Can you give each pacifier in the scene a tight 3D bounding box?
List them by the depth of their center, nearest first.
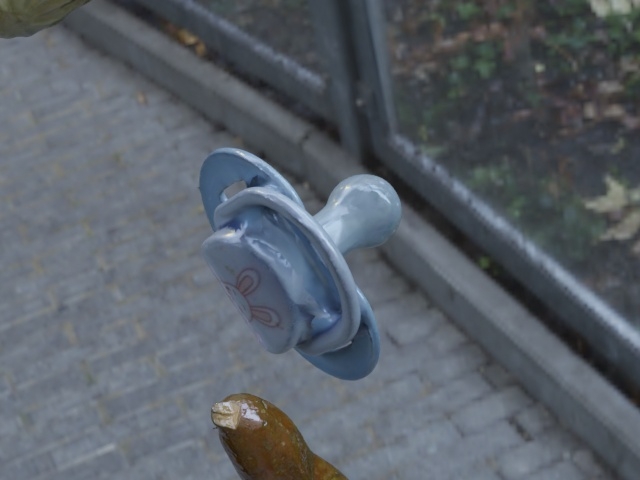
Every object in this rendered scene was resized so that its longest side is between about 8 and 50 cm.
[{"bbox_3d":[0.000,0.000,1.609,0.226,0.287,0.238,-38,3,-30],"label":"pacifier"}]

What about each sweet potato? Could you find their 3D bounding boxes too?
[{"bbox_3d":[-0.015,0.161,1.020,0.056,0.195,0.056,-25,42,25],"label":"sweet potato"}]

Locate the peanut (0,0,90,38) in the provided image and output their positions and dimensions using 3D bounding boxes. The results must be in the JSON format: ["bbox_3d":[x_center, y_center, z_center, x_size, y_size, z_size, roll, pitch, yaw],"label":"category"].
[{"bbox_3d":[-0.175,-0.220,1.080,0.194,0.083,0.093,-44,27,-10],"label":"peanut"}]
